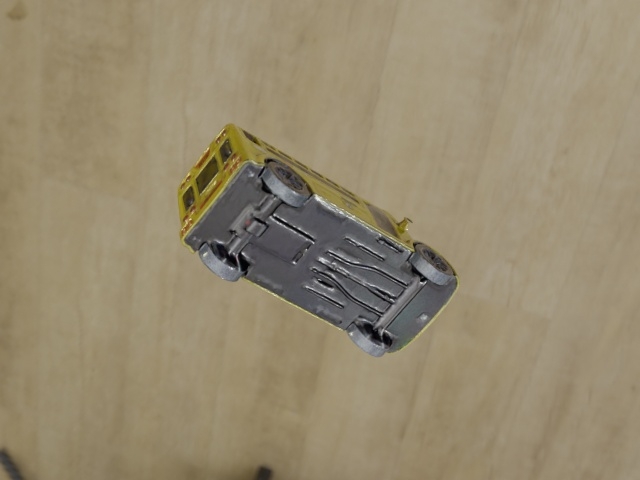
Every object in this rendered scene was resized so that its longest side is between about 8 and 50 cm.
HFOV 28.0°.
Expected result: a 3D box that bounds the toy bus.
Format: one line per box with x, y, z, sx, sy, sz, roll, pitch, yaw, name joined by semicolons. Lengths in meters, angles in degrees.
0.000;0.000;1.507;0.331;0.151;0.145;29;111;-29;toy bus
